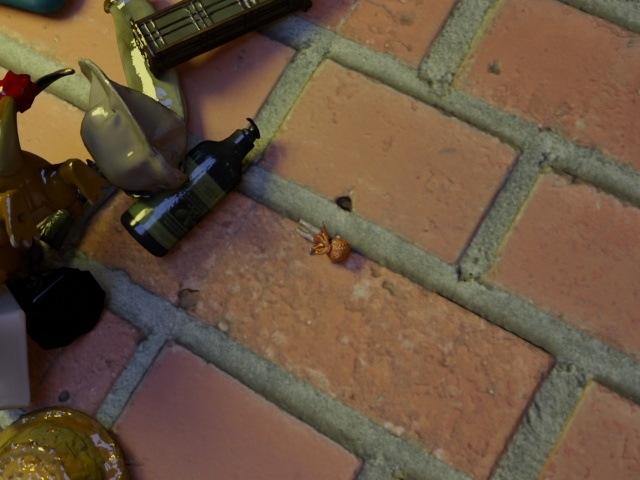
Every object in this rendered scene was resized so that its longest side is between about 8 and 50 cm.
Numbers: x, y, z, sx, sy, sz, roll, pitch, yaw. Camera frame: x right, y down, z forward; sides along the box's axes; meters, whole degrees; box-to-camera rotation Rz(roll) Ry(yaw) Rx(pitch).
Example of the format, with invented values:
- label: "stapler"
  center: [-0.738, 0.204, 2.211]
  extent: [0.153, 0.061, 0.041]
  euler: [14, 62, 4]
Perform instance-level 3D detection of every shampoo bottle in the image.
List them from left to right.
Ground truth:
- label: "shampoo bottle"
  center: [-0.212, -0.099, 1.347]
  extent: [0.284, 0.101, 0.101]
  euler: [-44, 73, -4]

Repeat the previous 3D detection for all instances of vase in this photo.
- label: "vase"
  center: [-0.444, -0.065, 1.399]
  extent: [0.059, 0.059, 0.167]
  euler: [33, 83, 15]

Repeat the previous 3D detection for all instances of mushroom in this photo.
- label: "mushroom"
  center: [-0.321, -0.334, 1.439]
  extent: [0.100, 0.081, 0.312]
  euler: [-22, 77, 16]

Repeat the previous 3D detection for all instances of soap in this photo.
- label: "soap"
  center: [-0.528, 0.179, 1.282]
  extent: [0.121, 0.064, 0.183]
  euler: [32, 124, 49]

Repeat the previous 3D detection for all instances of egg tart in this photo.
- label: "egg tart"
  center: [-0.453, 0.405, 1.258]
  extent: [0.289, 0.118, 0.288]
  euler: [-3, 78, 13]

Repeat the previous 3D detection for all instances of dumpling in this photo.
- label: "dumpling"
  center: [-0.327, -0.178, 1.270]
  extent: [0.163, 0.205, 0.293]
  euler: [-52, 54, 13]

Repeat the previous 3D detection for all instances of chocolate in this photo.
- label: "chocolate"
  center: [-0.468, 0.095, 1.328]
  extent: [0.133, 0.156, 0.156]
  euler: [29, 82, 30]

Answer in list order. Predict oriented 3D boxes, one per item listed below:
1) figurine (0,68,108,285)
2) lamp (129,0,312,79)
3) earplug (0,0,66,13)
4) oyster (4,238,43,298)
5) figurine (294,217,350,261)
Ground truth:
- label: "figurine"
  center: [-0.528, -0.076, 1.201]
  extent: [0.387, 0.268, 0.400]
  euler: [-12, 39, 35]
- label: "lamp"
  center: [-0.171, -0.404, 1.385]
  extent: [0.326, 0.089, 0.090]
  euler: [-29, 80, -12]
- label: "earplug"
  center: [-0.615, -0.519, 1.512]
  extent: [0.273, 0.132, 0.132]
  euler: [20, 80, 10]
- label: "oyster"
  center: [-0.607, 0.019, 1.384]
  extent: [0.205, 0.111, 0.395]
  euler: [-6, 71, 5]
- label: "figurine"
  center: [0.000, 0.000, 1.319]
  extent: [0.109, 0.047, 0.064]
  euler: [31, 112, 22]
